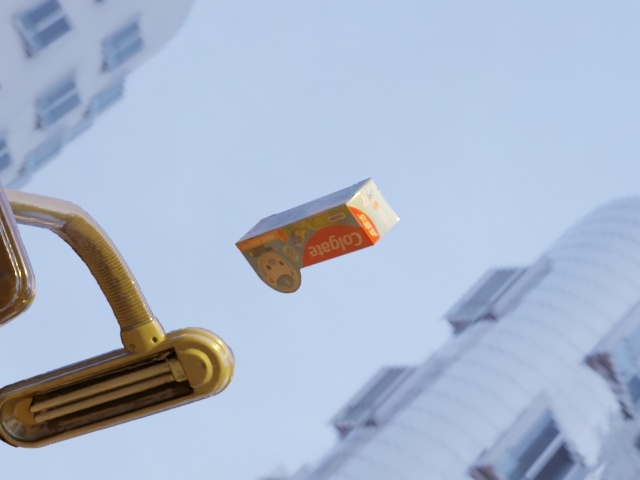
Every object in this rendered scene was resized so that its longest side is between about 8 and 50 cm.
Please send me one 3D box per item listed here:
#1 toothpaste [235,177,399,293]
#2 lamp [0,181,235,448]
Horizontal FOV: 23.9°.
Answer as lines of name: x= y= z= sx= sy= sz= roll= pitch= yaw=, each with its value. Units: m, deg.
toothpaste: x=0.000 y=0.000 z=1.450 sx=0.070 sy=0.044 sz=0.193 roll=54 pitch=-35 yaw=-12
lamp: x=-0.219 y=0.056 z=1.049 sx=0.283 sy=0.203 sz=0.124 roll=33 pitch=32 yaw=-58
